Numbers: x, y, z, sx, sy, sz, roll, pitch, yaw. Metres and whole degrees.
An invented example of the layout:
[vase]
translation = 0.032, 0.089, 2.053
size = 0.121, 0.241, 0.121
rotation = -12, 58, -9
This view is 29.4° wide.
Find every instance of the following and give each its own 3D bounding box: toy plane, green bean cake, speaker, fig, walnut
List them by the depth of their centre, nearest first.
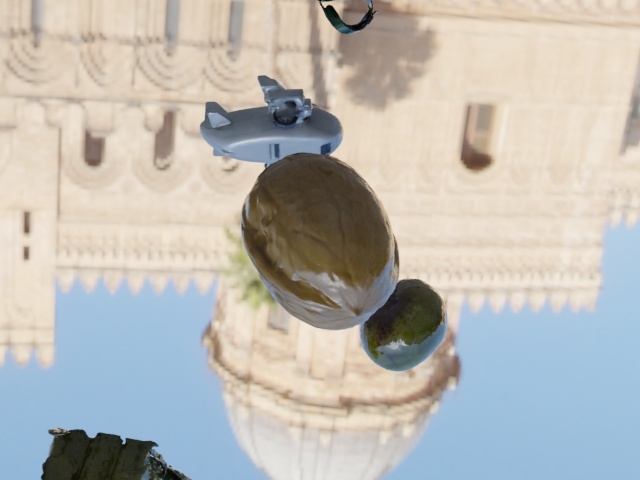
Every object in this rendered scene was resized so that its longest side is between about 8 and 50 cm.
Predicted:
[walnut]
translation = 0.000, 0.000, 1.269
size = 0.159, 0.159, 0.206
rotation = -7, -130, -29
[speaker]
translation = 0.026, -0.272, 1.313
size = 0.075, 0.094, 0.060
rotation = -9, -159, -13
[toy plane]
translation = -0.059, -0.133, 1.464
size = 0.174, 0.174, 0.080
rotation = 5, -124, -4
[green bean cake]
translation = -0.252, 0.410, 1.737
size = 0.285, 0.310, 0.202
rotation = 8, -115, 16
[fig]
translation = 0.117, 0.119, 1.742
size = 0.121, 0.136, 0.153
rotation = 46, 179, -1
